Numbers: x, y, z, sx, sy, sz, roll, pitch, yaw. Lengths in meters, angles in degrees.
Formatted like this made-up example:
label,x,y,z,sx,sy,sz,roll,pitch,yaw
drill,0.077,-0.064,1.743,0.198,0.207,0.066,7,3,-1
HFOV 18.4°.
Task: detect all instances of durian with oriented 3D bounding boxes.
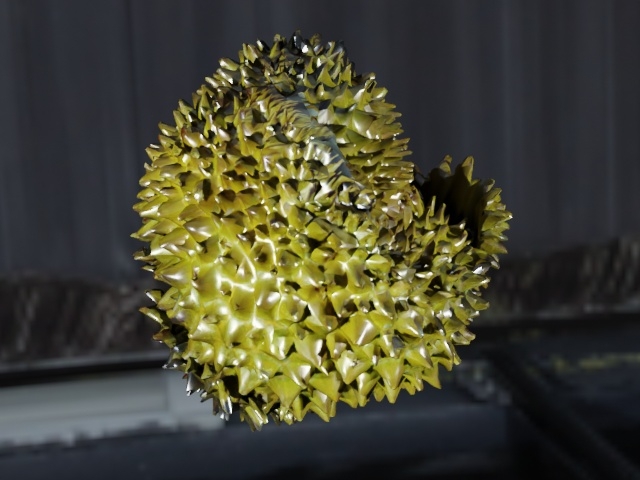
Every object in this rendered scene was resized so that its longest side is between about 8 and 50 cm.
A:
label,x,y,z,sx,sy,sz,roll,pitch,yaw
durian,-0.010,-0.006,1.321,0.258,0.258,0.293,-1,-155,7
